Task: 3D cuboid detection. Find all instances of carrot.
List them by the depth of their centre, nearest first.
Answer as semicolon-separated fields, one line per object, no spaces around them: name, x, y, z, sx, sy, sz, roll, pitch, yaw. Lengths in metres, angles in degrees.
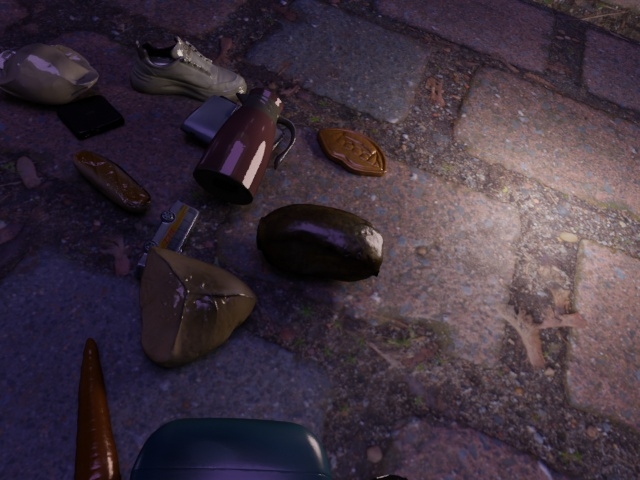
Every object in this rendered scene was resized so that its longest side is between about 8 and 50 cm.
carrot;-0.371;0.307;0.835;0.069;0.069;0.336;-9;53;-20

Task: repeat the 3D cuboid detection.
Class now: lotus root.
lotus root;0.000;0.000;1.103;0.275;0.160;0.152;10;62;-6

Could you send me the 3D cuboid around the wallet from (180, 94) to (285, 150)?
wallet;-0.223;-0.278;1.323;0.231;0.069;0.170;30;56;3

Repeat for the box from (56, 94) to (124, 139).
box;-0.578;-0.312;1.288;0.126;0.027;0.125;-33;64;-31

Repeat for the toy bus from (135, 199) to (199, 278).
toy bus;-0.323;0.003;1.083;0.075;0.064;0.190;24;50;-11

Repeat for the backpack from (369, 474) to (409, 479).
backpack;0.091;0.446;0.813;0.165;0.106;0.120;8;34;-34

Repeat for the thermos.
thermos;-0.162;-0.225;1.200;0.176;0.146;0.265;27;69;-9

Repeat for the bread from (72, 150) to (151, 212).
bread;-0.466;-0.130;1.154;0.214;0.053;0.073;36;57;11

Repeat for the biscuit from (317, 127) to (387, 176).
biscuit;0.091;-0.246;1.399;0.220;0.029;0.142;36;53;15

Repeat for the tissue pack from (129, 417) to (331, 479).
tissue pack;-0.130;0.363;0.758;0.287;0.198;0.206;2;54;-6

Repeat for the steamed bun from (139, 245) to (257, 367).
steamed bun;-0.239;0.130;0.953;0.231;0.110;0.212;21;62;-12

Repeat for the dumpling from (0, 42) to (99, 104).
dumpling;-0.684;-0.419;1.274;0.250;0.132;0.162;-1;57;-15

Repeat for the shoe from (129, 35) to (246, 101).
shoe;-0.357;-0.475;1.385;0.316;0.159;0.124;0;52;-10
